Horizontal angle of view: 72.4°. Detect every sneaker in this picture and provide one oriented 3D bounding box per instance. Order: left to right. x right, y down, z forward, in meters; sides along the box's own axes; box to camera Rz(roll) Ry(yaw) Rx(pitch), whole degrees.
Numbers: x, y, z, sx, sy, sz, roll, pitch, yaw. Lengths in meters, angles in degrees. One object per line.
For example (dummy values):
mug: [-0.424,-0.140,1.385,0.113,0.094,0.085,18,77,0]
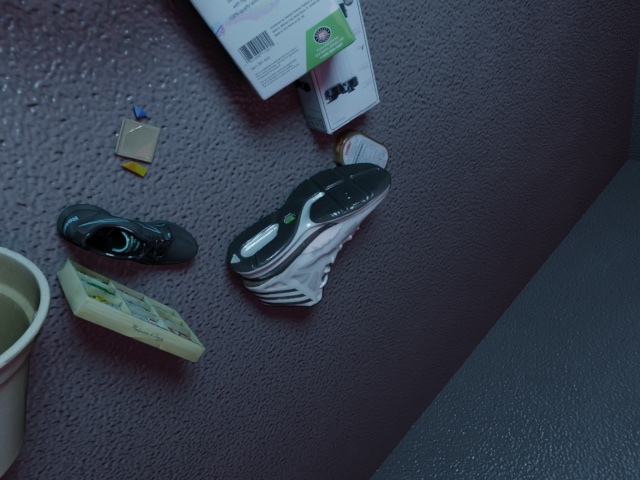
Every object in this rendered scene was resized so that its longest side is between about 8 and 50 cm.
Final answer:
sneaker: [-0.347,0.009,0.831,0.267,0.106,0.101,14,100,-45]
sneaker: [-0.001,0.000,1.113,0.447,0.169,0.257,-34,139,-13]

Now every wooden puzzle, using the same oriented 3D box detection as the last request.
wooden puzzle: [-0.337,-0.183,0.807,0.078,0.014,0.116,18,99,-49]

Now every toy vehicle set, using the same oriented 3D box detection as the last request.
toy vehicle set: [-0.358,0.138,0.841,0.035,0.166,0.267,-54,135,-6]

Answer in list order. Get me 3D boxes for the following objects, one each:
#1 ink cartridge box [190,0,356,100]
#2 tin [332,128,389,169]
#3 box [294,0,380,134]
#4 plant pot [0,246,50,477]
ink cartridge box: [-0.098,-0.420,0.743,0.201,0.117,0.278,-28,127,15]
tin: [0.112,-0.225,1.158,0.190,0.040,0.106,13,98,-44]
box: [0.017,-0.401,0.950,0.169,0.087,0.290,-38,131,-20]
plant pot: [-0.570,0.213,0.625,0.334,0.334,0.305,-11,129,-37]
